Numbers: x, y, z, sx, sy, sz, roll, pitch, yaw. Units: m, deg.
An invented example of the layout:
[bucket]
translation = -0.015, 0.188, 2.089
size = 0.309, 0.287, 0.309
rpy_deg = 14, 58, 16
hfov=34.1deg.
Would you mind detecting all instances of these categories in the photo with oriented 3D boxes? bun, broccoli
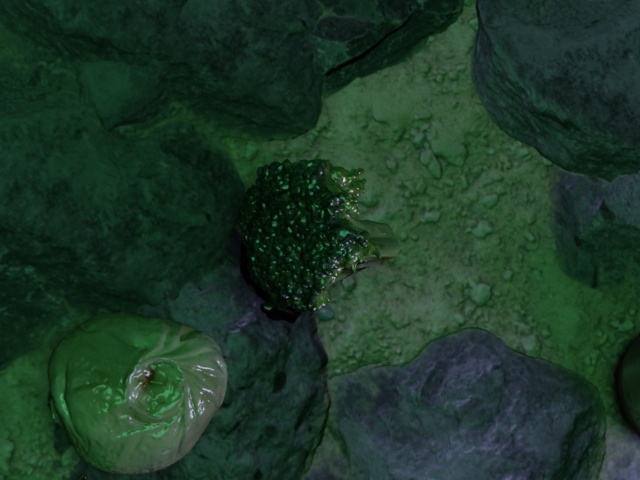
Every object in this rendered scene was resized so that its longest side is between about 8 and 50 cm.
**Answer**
[bun]
translation = -0.251, 0.192, 1.409
size = 0.243, 0.153, 0.244
rpy_deg = 5, 71, -13
[broccoli]
translation = 0.000, 0.000, 1.526
size = 0.243, 0.263, 0.247
rpy_deg = 6, 108, -38

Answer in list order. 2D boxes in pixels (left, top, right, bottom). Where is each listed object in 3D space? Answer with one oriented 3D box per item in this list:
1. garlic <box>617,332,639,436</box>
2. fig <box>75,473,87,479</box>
[garlic]
translation = 0.604, 0.231, 1.652
size = 0.237, 0.210, 0.292
rpy_deg = 10, 65, -48
[fig]
translation = -0.313, 0.370, 1.393
size = 0.098, 0.082, 0.084
rpy_deg = 33, 87, 31
